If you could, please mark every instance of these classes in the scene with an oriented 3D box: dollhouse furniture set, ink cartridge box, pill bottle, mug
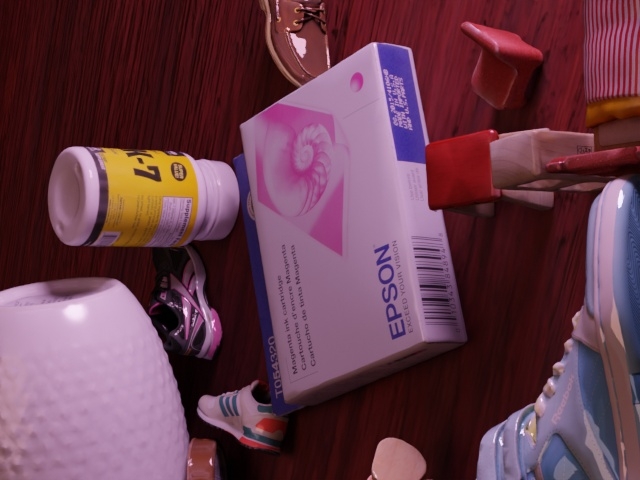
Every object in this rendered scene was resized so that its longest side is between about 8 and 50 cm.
[{"bbox_3d":[0.199,-0.138,1.318,0.374,0.152,0.201,-9,81,55],"label":"dollhouse furniture set"},{"bbox_3d":[0.000,0.000,1.658,0.330,0.071,0.324,-28,66,45],"label":"ink cartridge box"},{"bbox_3d":[-0.212,-0.051,1.867,0.119,0.209,0.119,-2,88,56],"label":"pill bottle"},{"bbox_3d":[-0.288,0.210,1.892,0.276,0.374,0.328,-4,100,14],"label":"mug"}]

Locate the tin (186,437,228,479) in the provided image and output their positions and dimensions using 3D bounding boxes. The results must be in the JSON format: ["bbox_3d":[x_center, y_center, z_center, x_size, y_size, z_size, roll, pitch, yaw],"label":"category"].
[{"bbox_3d":[-0.133,0.328,1.835,0.106,0.040,0.189,51,-144,-73],"label":"tin"}]

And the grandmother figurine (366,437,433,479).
[{"bbox_3d":[0.042,0.370,1.572,0.208,0.104,0.342,46,127,25],"label":"grandmother figurine"}]

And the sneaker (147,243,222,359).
[{"bbox_3d":[-0.184,0.069,1.938,0.072,0.077,0.178,-58,44,36],"label":"sneaker"}]

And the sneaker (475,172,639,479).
[{"bbox_3d":[0.198,0.117,1.204,0.208,0.127,0.319,-13,76,47],"label":"sneaker"}]

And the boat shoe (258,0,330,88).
[{"bbox_3d":[-0.025,-0.247,1.730,0.060,0.064,0.178,-49,48,45],"label":"boat shoe"}]

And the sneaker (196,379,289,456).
[{"bbox_3d":[-0.085,0.197,1.821,0.161,0.057,0.075,21,89,56],"label":"sneaker"}]
